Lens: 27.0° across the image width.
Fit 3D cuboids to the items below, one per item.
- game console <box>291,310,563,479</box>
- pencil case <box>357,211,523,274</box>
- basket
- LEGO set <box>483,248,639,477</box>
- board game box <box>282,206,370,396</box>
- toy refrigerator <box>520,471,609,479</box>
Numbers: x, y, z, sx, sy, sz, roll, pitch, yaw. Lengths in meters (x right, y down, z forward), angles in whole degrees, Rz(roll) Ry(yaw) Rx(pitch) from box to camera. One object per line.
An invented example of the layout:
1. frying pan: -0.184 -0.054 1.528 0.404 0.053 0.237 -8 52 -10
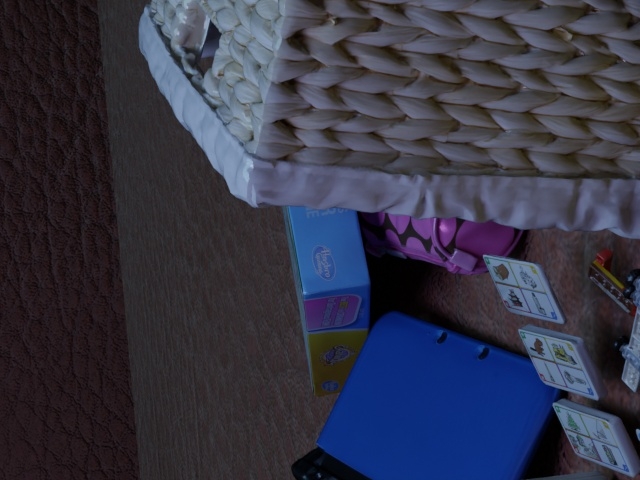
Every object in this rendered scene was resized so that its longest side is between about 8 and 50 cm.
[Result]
1. game console: 0.119 0.232 1.201 0.293 0.173 0.250 18 139 61
2. pencil case: 0.103 -0.021 1.195 0.098 0.095 0.209 -56 17 -6
3. basket: 0.078 -0.189 0.913 0.328 0.331 0.266 -126 44 -58
4. LEGO set: 0.220 0.085 0.898 0.182 0.060 0.244 63 162 -13
5. board game box: 0.000 0.000 1.385 0.316 0.064 0.242 86 175 -67
6. toy refrigerator: 0.174 0.315 0.994 0.102 0.094 0.269 -134 48 -55
